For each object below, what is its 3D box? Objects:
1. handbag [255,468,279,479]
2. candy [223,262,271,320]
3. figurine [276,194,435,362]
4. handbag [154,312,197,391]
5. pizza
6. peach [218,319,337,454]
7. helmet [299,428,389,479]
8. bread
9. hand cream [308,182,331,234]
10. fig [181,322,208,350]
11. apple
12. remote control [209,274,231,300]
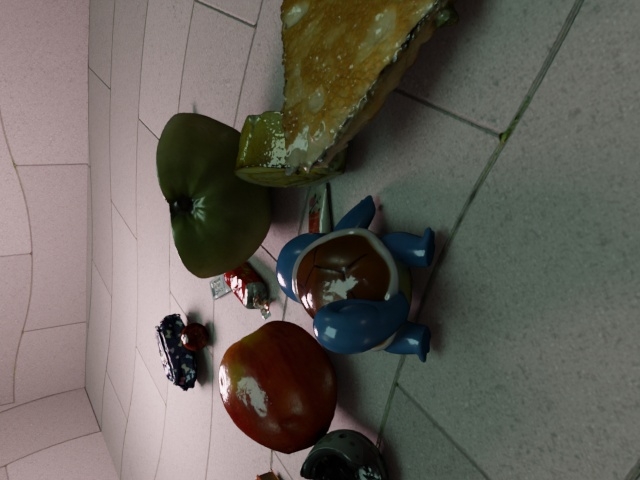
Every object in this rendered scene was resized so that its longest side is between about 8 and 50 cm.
[{"bbox_3d":[-0.110,0.700,1.495,0.190,0.063,0.127,42,129,42],"label":"handbag"},{"bbox_3d":[-0.200,0.110,1.527,0.292,0.059,0.086,41,129,47],"label":"candy"},{"bbox_3d":[0.070,0.092,1.007,0.416,0.243,0.298,-139,40,-70],"label":"figurine"},{"bbox_3d":[-0.474,0.372,1.928,0.162,0.113,0.260,132,120,-72],"label":"handbag"},{"bbox_3d":[0.082,-0.350,0.931,0.392,0.080,0.435,-25,59,40],"label":"pizza"},{"bbox_3d":[-0.081,0.309,1.221,0.281,0.238,0.281,51,165,19],"label":"peach"},{"bbox_3d":[0.057,0.437,1.138,0.153,0.107,0.177,-26,115,28],"label":"helmet"},{"bbox_3d":[-0.046,-0.177,1.136,0.257,0.186,0.124,-2,82,46],"label":"bread"},{"bbox_3d":[0.000,0.000,1.222,0.080,0.050,0.234,-13,78,61],"label":"hand cream"},{"bbox_3d":[-0.398,0.314,1.856,0.125,0.089,0.089,112,141,-64],"label":"fig"},{"bbox_3d":[-0.253,-0.098,1.315,0.311,0.320,0.360,-53,6,12],"label":"apple"},{"bbox_3d":[-0.285,0.131,1.687,0.162,0.029,0.061,-30,68,59],"label":"remote control"}]
